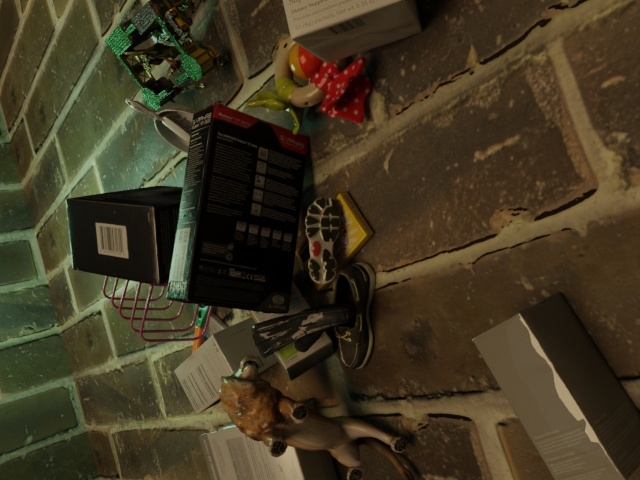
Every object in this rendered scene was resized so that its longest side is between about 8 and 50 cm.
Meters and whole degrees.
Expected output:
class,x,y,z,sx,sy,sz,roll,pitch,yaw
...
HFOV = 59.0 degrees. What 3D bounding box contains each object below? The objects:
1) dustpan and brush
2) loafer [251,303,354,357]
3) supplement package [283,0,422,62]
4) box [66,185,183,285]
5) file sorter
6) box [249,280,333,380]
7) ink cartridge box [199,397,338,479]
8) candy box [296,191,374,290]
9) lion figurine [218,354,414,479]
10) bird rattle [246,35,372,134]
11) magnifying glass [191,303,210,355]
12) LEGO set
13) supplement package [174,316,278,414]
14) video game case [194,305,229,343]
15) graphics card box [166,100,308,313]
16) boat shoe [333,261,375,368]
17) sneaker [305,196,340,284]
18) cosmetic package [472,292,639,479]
class,x,y,z,sx,sy,sz,roll,pitch,yaw
dustpan and brush,-0.384,-0.302,1.421,0.211,0.060,0.147,35,138,-13
loafer,-0.031,0.174,1.087,0.223,0.076,0.078,-19,85,27
supplement package,0.030,-0.456,0.869,0.177,0.175,0.293,-13,90,20
box,-0.390,-0.029,1.364,0.296,0.294,0.183,7,103,30
file sorter,-0.442,0.137,1.541,0.290,0.202,0.182,28,106,46
box,-0.072,0.178,1.217,0.203,0.114,0.103,55,167,25
ink cartridge box,-0.109,0.554,1.311,0.271,0.130,0.310,-21,83,29
candy box,0.023,0.006,1.154,0.105,0.027,0.206,56,136,19
lion figurine,-0.018,0.376,1.134,0.142,0.392,0.240,-62,15,-13
bird rattle,-0.020,-0.313,1.053,0.253,0.143,0.207,-11,75,47
magnifying glass,-0.335,0.216,1.584,0.092,0.026,0.231,11,96,44
LEGO set,-0.349,-0.488,1.382,0.255,0.192,0.331,50,144,-13
supplement package,-0.243,0.320,1.437,0.244,0.139,0.134,-43,74,42
video game case,-0.299,0.296,1.604,0.190,0.022,0.173,31,122,39
graphics card box,-0.153,-0.051,1.102,0.094,0.232,0.371,-6,76,48
boat shoe,0.057,0.156,1.122,0.081,0.068,0.228,19,113,44
sneaker,0.000,0.000,1.109,0.071,0.068,0.170,-150,65,-86
cosmetic package,0.332,0.204,0.778,0.107,0.127,0.238,-49,62,43
